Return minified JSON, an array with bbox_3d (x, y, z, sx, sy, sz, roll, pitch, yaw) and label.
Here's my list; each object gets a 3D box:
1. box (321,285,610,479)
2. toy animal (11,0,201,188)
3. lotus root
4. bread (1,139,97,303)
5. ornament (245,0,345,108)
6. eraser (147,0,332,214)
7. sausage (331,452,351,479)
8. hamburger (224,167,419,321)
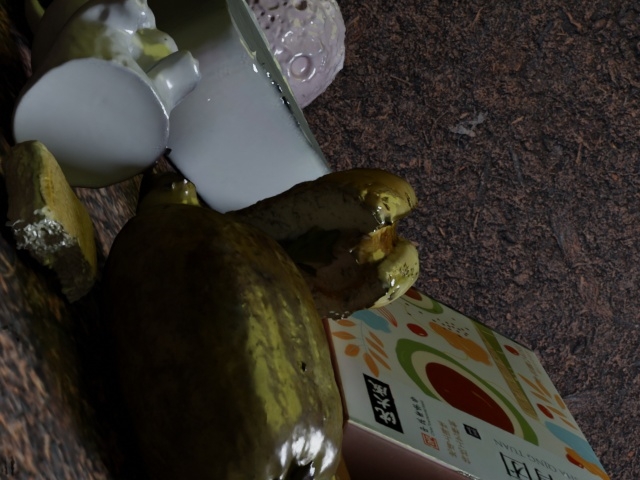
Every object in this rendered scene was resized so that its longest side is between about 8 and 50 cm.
[{"bbox_3d":[0.117,0.186,0.984,0.344,0.122,0.385,27,18,-17],"label":"box"},{"bbox_3d":[-0.157,-0.141,0.672,0.104,0.131,0.221,28,23,-30],"label":"toy animal"},{"bbox_3d":[-0.068,0.060,0.589,0.145,0.128,0.260,35,26,-56],"label":"lotus root"},{"bbox_3d":[-0.158,-0.012,0.549,0.083,0.035,0.070,68,1,-53],"label":"bread"},{"bbox_3d":[-0.096,-0.319,1.463,0.259,0.225,0.259,47,-27,32],"label":"ornament"},{"bbox_3d":[-0.103,-0.148,1.104,0.331,0.150,0.331,61,6,-11],"label":"eraser"},{"bbox_3d":[-0.047,0.121,0.748,0.086,0.086,0.289,53,14,-64],"label":"sausage"},{"bbox_3d":[0.000,0.000,0.850,0.262,0.131,0.124,-13,-74,52],"label":"hamburger"}]
